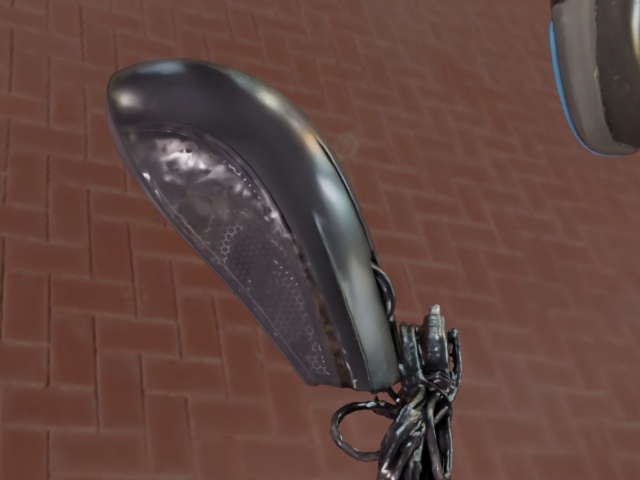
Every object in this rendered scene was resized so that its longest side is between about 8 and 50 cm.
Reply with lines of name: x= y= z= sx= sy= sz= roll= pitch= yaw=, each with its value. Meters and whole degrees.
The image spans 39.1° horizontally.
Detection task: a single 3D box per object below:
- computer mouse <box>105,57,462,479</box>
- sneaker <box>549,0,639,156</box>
computer mouse: x=0.000 y=0.000 z=0.483 sx=0.272 sy=0.072 sz=0.188 roll=50 pitch=20 yaw=-9
sneaker: x=0.184 y=-0.192 z=0.368 sx=0.139 sy=0.341 sz=0.125 roll=16 pitch=21 yaw=18
